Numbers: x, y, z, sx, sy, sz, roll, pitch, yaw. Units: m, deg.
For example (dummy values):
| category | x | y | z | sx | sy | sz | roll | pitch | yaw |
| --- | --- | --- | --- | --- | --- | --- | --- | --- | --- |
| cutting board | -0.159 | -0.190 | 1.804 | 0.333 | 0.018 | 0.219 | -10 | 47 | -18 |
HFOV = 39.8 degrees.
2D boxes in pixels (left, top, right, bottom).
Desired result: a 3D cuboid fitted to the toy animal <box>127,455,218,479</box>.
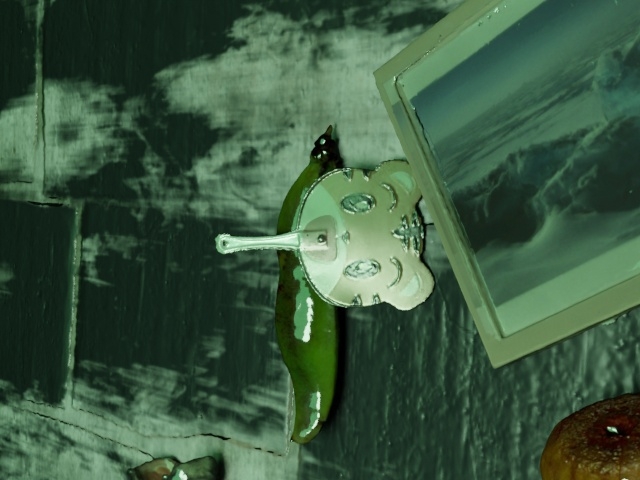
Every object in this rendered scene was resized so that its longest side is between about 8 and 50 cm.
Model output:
| category | x | y | z | sx | sy | sz | roll | pitch | yaw |
| --- | --- | --- | --- | --- | --- | --- | --- | --- | --- |
| toy animal | -0.121 | 0.380 | 1.007 | 0.168 | 0.106 | 0.343 | -50 | 52 | 38 |

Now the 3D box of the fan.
| category | x | y | z | sx | sy | sz | roll | pitch | yaw |
| --- | --- | --- | --- | --- | --- | --- | --- | --- | --- |
| fan | 0.000 | 0.000 | 0.899 | 0.227 | 0.008 | 0.152 | -4 | 87 | 15 |

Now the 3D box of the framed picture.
| category | x | y | z | sx | sy | sz | roll | pitch | yaw |
| --- | --- | --- | --- | --- | --- | --- | --- | --- | --- |
| framed picture | 0.259 | -0.122 | 0.721 | 0.446 | 0.028 | 0.326 | -34 | 67 | 37 |

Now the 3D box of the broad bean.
| category | x | y | z | sx | sy | sz | roll | pitch | yaw |
| --- | --- | --- | --- | --- | --- | --- | --- | --- | --- |
| broad bean | -0.013 | 0.044 | 0.941 | 0.077 | 0.061 | 0.338 | 2 | 90 | 31 |

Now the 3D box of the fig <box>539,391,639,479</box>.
| category | x | y | z | sx | sy | sz | roll | pitch | yaw |
| --- | --- | --- | --- | --- | --- | --- | --- | --- | --- |
| fig | 0.259 | 0.222 | 0.667 | 0.146 | 0.134 | 0.201 | -5 | 106 | 69 |
